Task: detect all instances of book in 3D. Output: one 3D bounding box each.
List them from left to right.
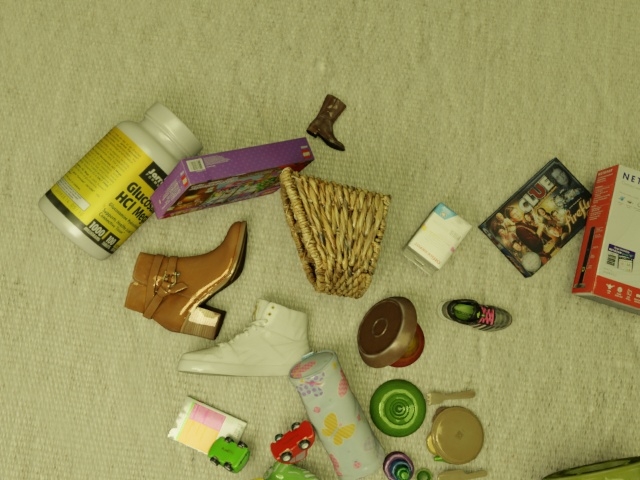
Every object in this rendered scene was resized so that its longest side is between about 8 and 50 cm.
[{"bbox_3d":[-0.245,0.412,1.406,0.144,0.035,0.096,25,80,0],"label":"book"}]

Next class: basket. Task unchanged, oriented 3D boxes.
[{"bbox_3d":[0.000,0.000,1.341,0.223,0.299,0.213,14,83,-3],"label":"basket"}]

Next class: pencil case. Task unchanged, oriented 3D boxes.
[{"bbox_3d":[0.036,0.364,1.348,0.113,0.124,0.273,-24,102,10],"label":"pencil case"}]

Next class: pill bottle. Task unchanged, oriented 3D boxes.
[{"bbox_3d":[-0.420,-0.134,1.393,0.188,0.188,0.334,43,83,3],"label":"pill bottle"}]

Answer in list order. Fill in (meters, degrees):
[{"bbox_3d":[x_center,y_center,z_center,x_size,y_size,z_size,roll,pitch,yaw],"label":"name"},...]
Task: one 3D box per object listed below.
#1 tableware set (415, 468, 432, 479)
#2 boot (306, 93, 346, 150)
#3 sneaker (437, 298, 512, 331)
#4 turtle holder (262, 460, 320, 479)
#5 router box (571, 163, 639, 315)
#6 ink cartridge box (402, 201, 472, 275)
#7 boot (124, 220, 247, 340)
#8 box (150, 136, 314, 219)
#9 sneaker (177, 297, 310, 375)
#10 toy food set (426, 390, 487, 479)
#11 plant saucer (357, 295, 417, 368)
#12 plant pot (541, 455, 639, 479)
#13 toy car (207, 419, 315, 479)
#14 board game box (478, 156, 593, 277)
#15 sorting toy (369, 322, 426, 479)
[{"bbox_3d":[0.206,0.582,1.409,0.104,0.024,0.154,45,83,4],"label":"tableware set"},{"bbox_3d":[0.037,-0.279,1.515,0.106,0.037,0.114,32,77,-1],"label":"boot"},{"bbox_3d":[0.352,0.168,1.447,0.170,0.075,0.063,12,82,-1],"label":"sneaker"},{"bbox_3d":[-0.078,0.623,1.277,0.227,0.243,0.320,-16,89,39],"label":"turtle holder"},{"bbox_3d":[0.763,0.023,1.461,0.335,0.082,0.301,16,82,-9],"label":"router box"},{"bbox_3d":[0.256,0.002,1.457,0.092,0.090,0.143,39,83,3],"label":"ink cartridge box"},{"bbox_3d":[-0.291,0.062,1.427,0.220,0.109,0.283,19,89,4],"label":"boot"},{"bbox_3d":[-0.183,-0.129,1.340,0.293,0.201,0.057,-17,82,-35],"label":"box"},{"bbox_3d":[-0.160,0.208,1.388,0.293,0.108,0.169,4,79,-24],"label":"sneaker"},{"bbox_3d":[0.297,0.432,1.432,0.132,0.038,0.192,-2,77,-10],"label":"toy food set"},{"bbox_3d":[0.135,0.191,1.392,0.029,0.168,0.168,32,80,-30],"label":"plant saucer"},{"bbox_3d":[0.607,0.629,1.284,0.366,0.366,0.353,-12,71,-4],"label":"plant pot"},{"bbox_3d":[-0.138,0.459,1.318,0.239,0.225,0.053,-53,129,-31],"label":"toy car"},{"bbox_3d":[0.512,-0.054,1.502,0.243,0.042,0.165,-42,86,-8],"label":"board game box"},{"bbox_3d":[0.176,0.342,1.390,0.127,0.126,0.365,2,81,-3],"label":"sorting toy"}]
